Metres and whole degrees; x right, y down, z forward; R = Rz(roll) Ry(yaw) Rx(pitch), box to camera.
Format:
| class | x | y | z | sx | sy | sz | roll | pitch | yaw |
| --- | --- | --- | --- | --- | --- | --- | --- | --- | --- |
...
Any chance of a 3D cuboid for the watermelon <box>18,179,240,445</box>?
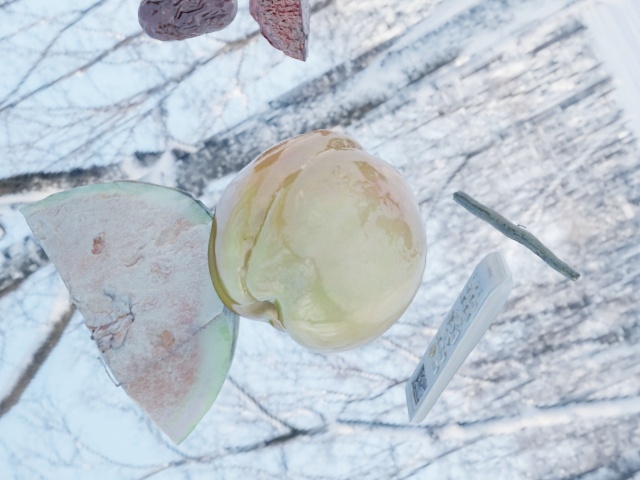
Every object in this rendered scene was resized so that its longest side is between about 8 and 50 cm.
| class | x | y | z | sx | sy | sz | roll | pitch | yaw |
| --- | --- | --- | --- | --- | --- | --- | --- | --- | --- |
| watermelon | -0.193 | 0.050 | 1.013 | 0.180 | 0.224 | 0.305 | 7 | -153 | -42 |

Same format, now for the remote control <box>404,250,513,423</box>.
| class | x | y | z | sx | sy | sz | roll | pitch | yaw |
| --- | --- | --- | --- | --- | --- | --- | --- | --- | --- |
| remote control | 0.233 | 0.166 | 1.632 | 0.055 | 0.313 | 0.109 | 22 | -156 | -12 |

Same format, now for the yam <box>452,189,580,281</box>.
| class | x | y | z | sx | sy | sz | roll | pitch | yaw |
| --- | --- | --- | --- | --- | --- | --- | --- | --- | --- |
| yam | 0.293 | -0.011 | 1.469 | 0.234 | 0.027 | 0.029 | 38 | -161 | 28 |

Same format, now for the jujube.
| class | x | y | z | sx | sy | sz | roll | pitch | yaw |
| --- | --- | --- | --- | --- | --- | --- | --- | --- | --- |
| jujube | -0.156 | -0.271 | 1.142 | 0.129 | 0.077 | 0.077 | -30 | -88 | -37 |

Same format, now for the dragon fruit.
| class | x | y | z | sx | sy | sz | roll | pitch | yaw |
| --- | --- | --- | --- | --- | --- | --- | --- | --- | --- |
| dragon fruit | -0.055 | -0.341 | 1.373 | 0.106 | 0.083 | 0.162 | -82 | -14 | -48 |

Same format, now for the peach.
| class | x | y | z | sx | sy | sz | roll | pitch | yaw |
| --- | --- | --- | --- | --- | --- | --- | --- | --- | --- |
| peach | 0.000 | 0.000 | 0.807 | 0.184 | 0.184 | 0.184 | 51 | -158 | -30 |
